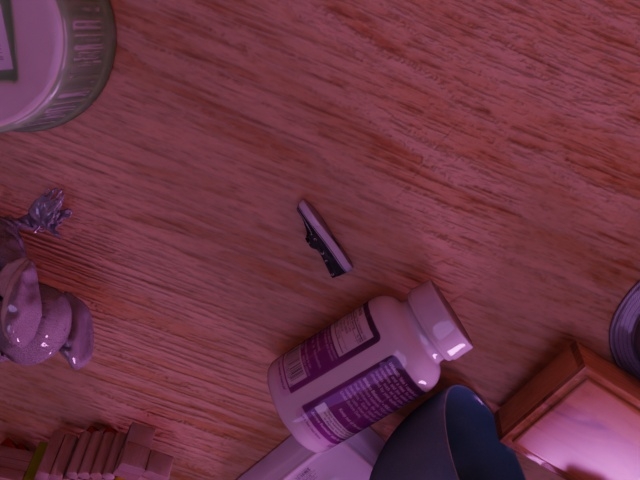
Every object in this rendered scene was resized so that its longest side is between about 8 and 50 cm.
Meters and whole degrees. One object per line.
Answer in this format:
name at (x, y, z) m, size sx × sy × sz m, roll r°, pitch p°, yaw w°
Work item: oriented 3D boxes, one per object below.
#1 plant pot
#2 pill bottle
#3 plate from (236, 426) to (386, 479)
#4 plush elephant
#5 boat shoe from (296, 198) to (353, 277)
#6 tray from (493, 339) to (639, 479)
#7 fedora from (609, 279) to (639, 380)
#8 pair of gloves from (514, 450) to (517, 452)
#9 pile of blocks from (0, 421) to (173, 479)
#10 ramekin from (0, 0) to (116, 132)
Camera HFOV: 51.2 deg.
plant pot at (0.193, 0.404, 1.080) m, size 0.195 × 0.290 × 0.290 m, roll -29°, pitch 106°, yaw 24°
pill bottle at (0.080, 0.192, 1.056) m, size 0.301 × 0.169 × 0.169 m, roll -33°, pitch 105°, yaw 11°
plate at (0.025, 0.462, 1.209) m, size 0.277 × 0.045 × 0.278 m, roll -42°, pitch 102°, yaw 13°
plush elephant at (-0.472, 0.102, 0.972) m, size 0.330 × 0.272 × 0.255 m, roll -33°, pitch 60°, yaw -5°
boat shoe at (0.000, 0.000, 1.059) m, size 0.040 × 0.049 × 0.142 m, roll -32°, pitch 107°, yaw 11°
tray at (0.523, 0.352, 1.126) m, size 0.411 × 0.076 × 0.203 m, roll 32°, pitch 117°, yaw -10°
fedora at (0.624, 0.176, 1.069) m, size 0.275 × 0.124 × 0.244 m, roll 33°, pitch 105°, yaw -10°
pair of gloves at (0.367, 0.344, 1.185) m, size 0.074 × 0.010 × 0.083 m, roll 18°, pitch 110°, yaw -7°
pile of blocks at (-0.422, 0.391, 1.165) m, size 0.362 × 0.113 × 0.149 m, roll -5°, pitch 127°, yaw 6°
ramekin at (-0.452, -0.291, 0.916) m, size 0.303 × 0.148 × 0.303 m, roll 0°, pitch 108°, yaw 0°
